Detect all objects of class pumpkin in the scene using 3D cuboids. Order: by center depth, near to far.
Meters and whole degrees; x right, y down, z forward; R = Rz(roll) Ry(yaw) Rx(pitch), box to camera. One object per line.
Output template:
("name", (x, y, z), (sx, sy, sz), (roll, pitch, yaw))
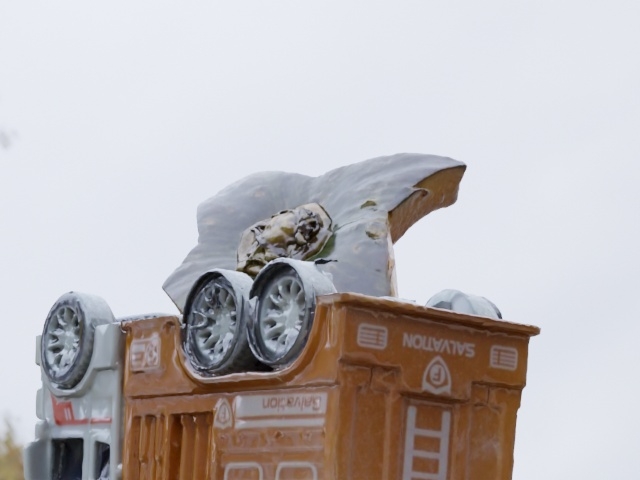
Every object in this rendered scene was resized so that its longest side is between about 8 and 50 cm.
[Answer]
("pumpkin", (-0.023, 0.013, 1.842), (0.095, 0.290, 0.258), (65, -145, -30))

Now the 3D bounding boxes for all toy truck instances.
("toy truck", (-0.044, 0.134, 1.331), (0.173, 0.207, 0.387), (11, -12, -36))
